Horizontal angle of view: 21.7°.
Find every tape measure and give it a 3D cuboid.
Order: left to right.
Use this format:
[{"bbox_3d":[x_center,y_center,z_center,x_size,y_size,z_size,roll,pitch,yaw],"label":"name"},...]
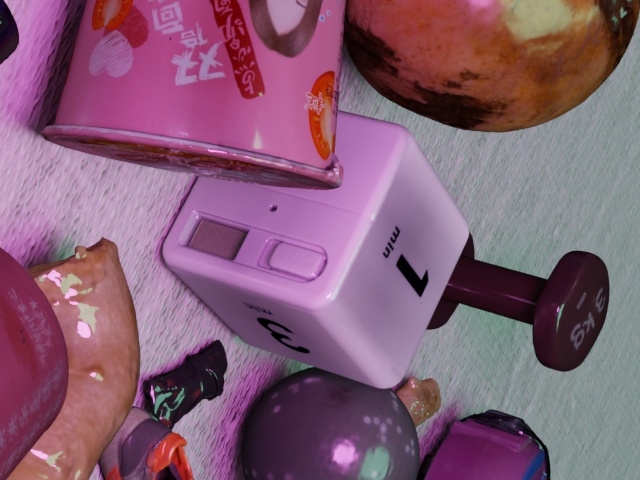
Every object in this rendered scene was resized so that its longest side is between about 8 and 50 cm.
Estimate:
[{"bbox_3d":[0.201,0.347,2.124,0.231,0.149,0.245,-58,154,-30],"label":"tape measure"}]

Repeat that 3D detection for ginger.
[{"bbox_3d":[-0.222,0.122,1.326,0.152,0.138,0.267,36,60,-44],"label":"ginger"},{"bbox_3d":[0.067,0.276,1.943,0.288,0.075,0.089,-62,154,-27],"label":"ginger"}]

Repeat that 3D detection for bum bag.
[{"bbox_3d":[-0.125,0.139,1.587,0.124,0.034,0.058,-30,115,-50],"label":"bum bag"}]

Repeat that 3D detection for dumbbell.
[{"bbox_3d":[0.207,0.058,1.905,0.140,0.225,0.124,-55,144,-25],"label":"dumbbell"}]

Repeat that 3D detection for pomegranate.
[{"bbox_3d":[0.160,-0.256,1.630,0.322,0.322,0.322,-33,130,-49],"label":"pomegranate"}]

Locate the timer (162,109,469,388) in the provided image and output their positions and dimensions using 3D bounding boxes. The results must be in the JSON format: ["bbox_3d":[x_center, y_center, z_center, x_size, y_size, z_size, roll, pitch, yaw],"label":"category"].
[{"bbox_3d":[0.000,0.000,1.569,0.194,0.192,0.195,-64,148,-16],"label":"timer"}]

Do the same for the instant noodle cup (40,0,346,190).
[{"bbox_3d":[-0.083,-0.171,1.326,0.243,0.243,0.231,12,87,-60],"label":"instant noodle cup"}]

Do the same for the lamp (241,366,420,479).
[{"bbox_3d":[0.021,0.261,1.751,0.182,0.182,0.314,-54,149,-31],"label":"lamp"}]

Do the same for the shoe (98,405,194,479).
[{"bbox_3d":[-0.150,0.242,1.552,0.074,0.077,0.194,-45,139,-40],"label":"shoe"}]

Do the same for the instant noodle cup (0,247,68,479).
[{"bbox_3d":[-0.294,0.104,1.129,0.178,0.235,0.234,-44,139,-56],"label":"instant noodle cup"}]

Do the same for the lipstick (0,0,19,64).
[{"bbox_3d":[-0.323,-0.072,1.118,0.299,0.081,0.081,-49,142,-29],"label":"lipstick"}]
